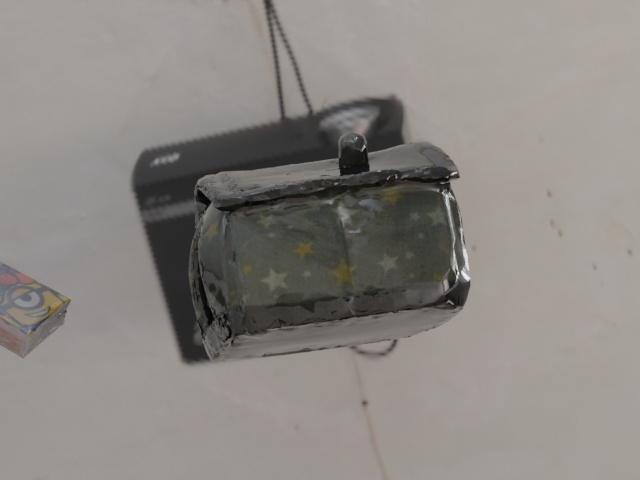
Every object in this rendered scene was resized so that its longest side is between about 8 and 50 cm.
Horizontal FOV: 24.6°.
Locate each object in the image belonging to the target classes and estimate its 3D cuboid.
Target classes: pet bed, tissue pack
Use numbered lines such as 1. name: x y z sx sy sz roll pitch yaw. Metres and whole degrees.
1. pet bed: 0.000 0.000 1.183 0.211 0.183 0.159 -7 -101 -10
2. tissue pack: -0.258 0.054 1.206 0.083 0.063 0.035 28 -54 13
